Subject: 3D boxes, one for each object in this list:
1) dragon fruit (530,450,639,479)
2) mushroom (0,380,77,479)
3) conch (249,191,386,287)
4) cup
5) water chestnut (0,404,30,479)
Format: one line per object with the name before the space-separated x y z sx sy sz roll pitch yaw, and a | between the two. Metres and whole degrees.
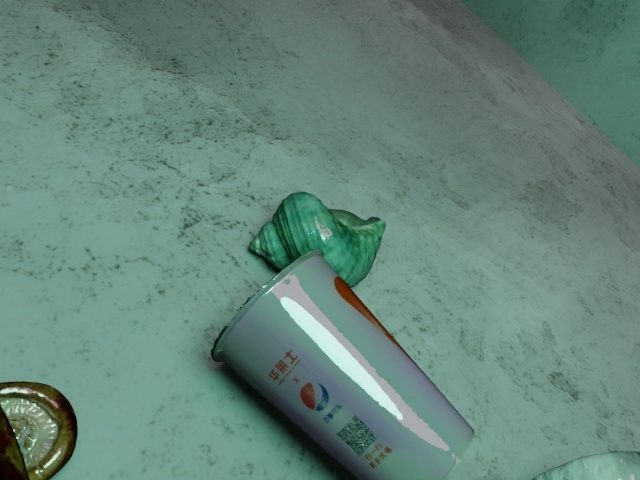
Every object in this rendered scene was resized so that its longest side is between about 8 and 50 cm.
dragon fruit | 0.432 0.419 0.729 0.282 0.204 0.221 20 46 -14
mushroom | -0.314 0.202 0.567 0.123 0.052 0.123 12 52 -15
conch | -0.004 0.001 0.883 0.202 0.134 0.196 19 5 -9
cup | 0.034 0.177 0.687 0.288 0.203 0.203 43 43 14
water chestnut | -0.327 0.210 0.344 0.350 0.302 0.351 26 60 -57
